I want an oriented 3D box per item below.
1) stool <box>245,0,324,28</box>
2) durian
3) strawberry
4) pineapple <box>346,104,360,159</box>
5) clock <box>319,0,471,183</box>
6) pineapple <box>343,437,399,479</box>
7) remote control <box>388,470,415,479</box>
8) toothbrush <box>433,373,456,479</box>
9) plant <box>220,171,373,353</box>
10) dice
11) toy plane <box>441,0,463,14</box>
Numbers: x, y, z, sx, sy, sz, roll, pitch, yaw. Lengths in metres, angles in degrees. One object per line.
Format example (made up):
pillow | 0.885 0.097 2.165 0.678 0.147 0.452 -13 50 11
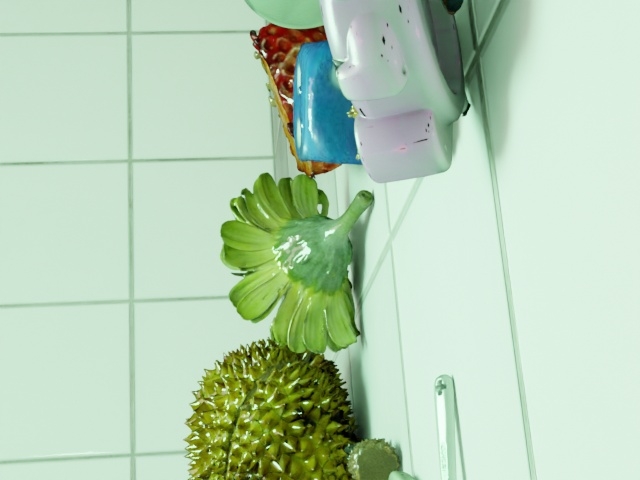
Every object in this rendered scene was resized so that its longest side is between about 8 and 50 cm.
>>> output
stool | -0.035 -0.456 1.577 0.195 0.195 0.199 94 172 -46
durian | -0.076 0.345 1.745 0.347 0.347 0.385 -109 38 -69
strawberry | -0.007 -0.241 1.656 0.280 0.150 0.254 -131 21 -78
pineapple | 0.070 -0.118 1.065 0.114 0.114 0.077 -27 35 53
clock | 0.060 -0.201 0.895 0.228 0.090 0.248 -82 -24 -44
pineapple | 0.069 0.307 1.445 0.159 0.074 0.074 127 141 -85
remote control | 0.107 0.441 1.268 0.090 0.038 0.310 -167 75 -83
toothbrush | 0.136 0.282 1.027 0.030 0.030 0.304 104 165 -68
plant | -0.002 0.005 1.685 0.297 0.306 0.261 -47 -2 18
dice | 0.043 -0.155 1.175 0.143 0.146 0.146 -142 51 -80
toy plane | 0.105 -0.256 0.744 0.223 0.104 0.326 -54 -25 -15
